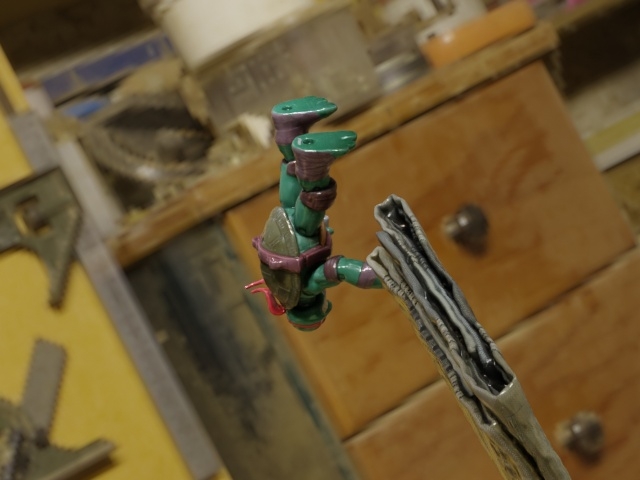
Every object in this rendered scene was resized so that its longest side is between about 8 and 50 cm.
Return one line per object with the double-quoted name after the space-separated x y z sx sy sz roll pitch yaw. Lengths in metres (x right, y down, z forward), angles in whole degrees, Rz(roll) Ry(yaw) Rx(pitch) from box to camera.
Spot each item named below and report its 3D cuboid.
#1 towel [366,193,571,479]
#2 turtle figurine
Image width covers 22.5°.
0.140 0.148 1.271 0.056 0.324 0.312 -29 30 2 "towel"
0.000 0.000 1.434 0.118 0.234 0.175 -21 34 -26 "turtle figurine"
